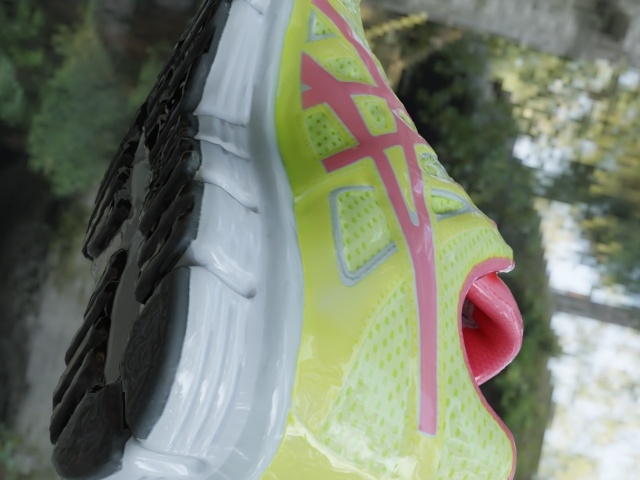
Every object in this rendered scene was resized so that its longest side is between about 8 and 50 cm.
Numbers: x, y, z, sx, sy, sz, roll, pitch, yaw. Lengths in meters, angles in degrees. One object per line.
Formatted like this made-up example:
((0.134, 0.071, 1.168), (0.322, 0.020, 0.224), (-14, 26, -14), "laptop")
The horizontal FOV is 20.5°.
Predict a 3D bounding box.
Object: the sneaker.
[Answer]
((0.000, 0.000, 0.403), (0.081, 0.094, 0.208), (-57, -164, 31), "sneaker")
